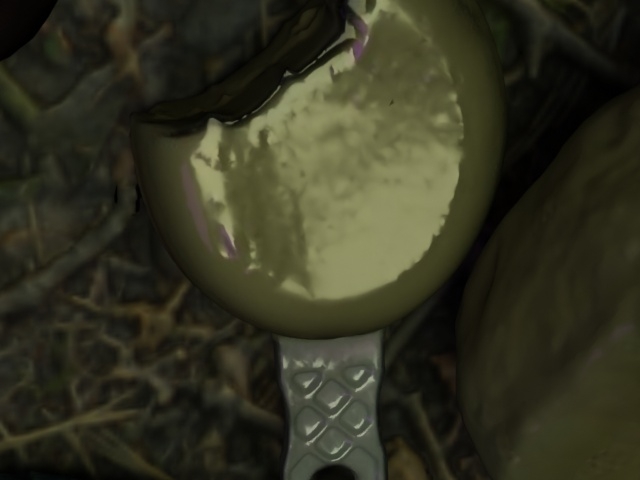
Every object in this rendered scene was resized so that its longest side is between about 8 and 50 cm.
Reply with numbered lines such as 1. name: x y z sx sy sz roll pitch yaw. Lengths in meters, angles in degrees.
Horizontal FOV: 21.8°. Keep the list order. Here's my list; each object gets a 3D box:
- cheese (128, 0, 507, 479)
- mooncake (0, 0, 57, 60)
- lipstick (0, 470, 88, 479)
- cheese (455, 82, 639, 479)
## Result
1. cheese: 0.020 -0.001 0.718 0.163 0.071 0.249 -25 111 -6
2. mooncake: -0.273 -0.148 0.526 0.350 0.212 0.381 -34 112 6
3. lipstick: -0.147 0.132 0.718 0.274 0.061 0.068 11 105 -18
4. cheese: 0.218 0.039 0.708 0.318 0.115 0.326 4 133 -19
